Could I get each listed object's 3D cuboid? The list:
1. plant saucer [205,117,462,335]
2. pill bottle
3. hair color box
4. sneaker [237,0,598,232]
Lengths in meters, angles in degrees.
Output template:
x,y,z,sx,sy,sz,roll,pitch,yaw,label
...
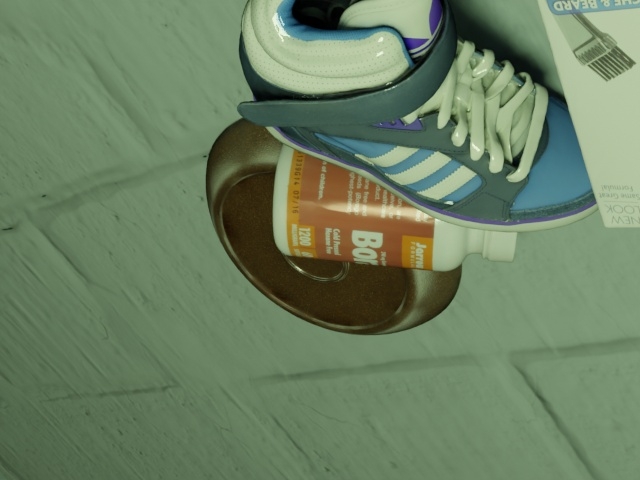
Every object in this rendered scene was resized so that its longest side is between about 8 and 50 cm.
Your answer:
x,y,z,sx,sy,sz,roll,pitch,yaw,label
0.000,0.000,1.161,0.310,0.050,0.311,20,140,17,plant saucer
0.072,-0.036,0.982,0.216,0.121,0.121,6,137,10,pill bottle
0.256,-0.166,0.737,0.185,0.110,0.339,1,133,35,hair color box
0.093,-0.113,0.811,0.322,0.130,0.236,18,165,2,sneaker
